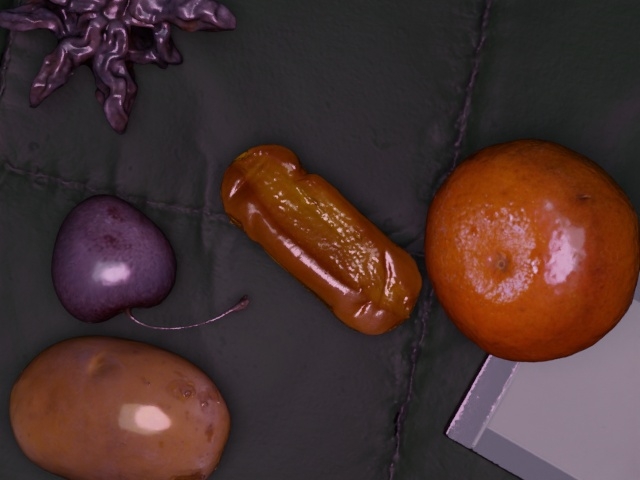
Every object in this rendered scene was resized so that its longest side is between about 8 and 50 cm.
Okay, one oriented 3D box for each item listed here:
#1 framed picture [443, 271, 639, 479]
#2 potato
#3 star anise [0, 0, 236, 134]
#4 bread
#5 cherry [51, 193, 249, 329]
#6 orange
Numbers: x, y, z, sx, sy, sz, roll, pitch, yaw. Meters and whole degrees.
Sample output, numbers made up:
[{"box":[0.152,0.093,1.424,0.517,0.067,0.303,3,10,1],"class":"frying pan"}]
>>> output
[{"box":[0.341,0.179,1.216,0.347,0.016,0.265,29,88,4],"class":"framed picture"},{"box":[-0.207,0.177,1.181,0.233,0.146,0.150,9,57,3],"class":"potato"},{"box":[-0.219,-0.251,1.209,0.283,0.129,0.212,-43,103,3],"class":"star anise"},{"box":[0.000,0.000,1.199,0.245,0.094,0.102,43,84,4],"class":"bread"},{"box":[-0.189,0.012,1.204,0.188,0.115,0.148,-18,48,-6],"class":"cherry"},{"box":[0.211,0.011,1.142,0.224,0.170,0.224,1,92,36],"class":"orange"}]
